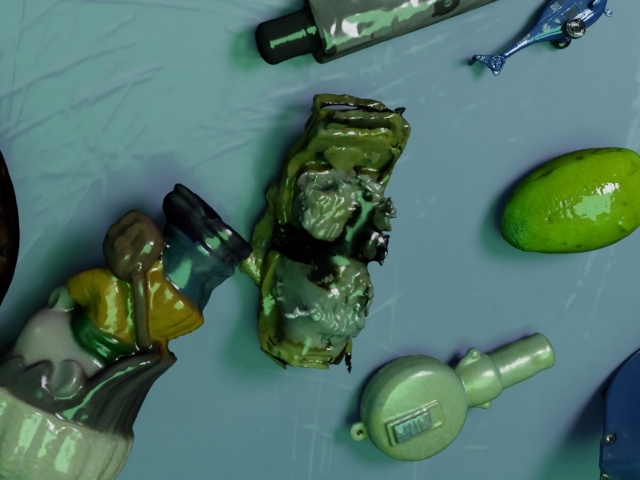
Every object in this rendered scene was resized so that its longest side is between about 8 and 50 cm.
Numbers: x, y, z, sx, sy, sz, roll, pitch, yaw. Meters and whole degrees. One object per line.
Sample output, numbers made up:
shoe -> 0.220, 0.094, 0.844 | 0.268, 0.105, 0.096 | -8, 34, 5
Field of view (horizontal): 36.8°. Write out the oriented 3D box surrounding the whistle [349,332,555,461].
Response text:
whistle -> 0.153, 0.176, 1.110 | 0.258, 0.067, 0.126 | -22, 115, -12

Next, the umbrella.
umbrella -> 0.097, -0.244, 0.941 | 0.337, 0.067, 0.073 | -22, 83, -9

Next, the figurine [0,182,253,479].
figurine -> -0.198, 0.109, 0.909 | 0.332, 0.185, 0.205 | -32, 80, 0

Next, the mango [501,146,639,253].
mango -> 0.285, -0.037, 1.060 | 0.178, 0.100, 0.119 | -20, 116, -2

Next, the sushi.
sushi -> -0.002, -0.002, 0.964 | 0.139, 0.131, 0.291 | 6, 115, -21

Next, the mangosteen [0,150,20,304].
mangosteen -> -0.387, -0.009, 0.766 | 0.287, 0.288, 0.288 | -6, 110, -16

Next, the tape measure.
tape measure -> 0.490, 0.189, 1.093 | 0.351, 0.215, 0.098 | -18, 123, 32

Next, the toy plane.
toy plane -> 0.233, -0.223, 1.008 | 0.167, 0.054, 0.062 | -34, 90, -5
